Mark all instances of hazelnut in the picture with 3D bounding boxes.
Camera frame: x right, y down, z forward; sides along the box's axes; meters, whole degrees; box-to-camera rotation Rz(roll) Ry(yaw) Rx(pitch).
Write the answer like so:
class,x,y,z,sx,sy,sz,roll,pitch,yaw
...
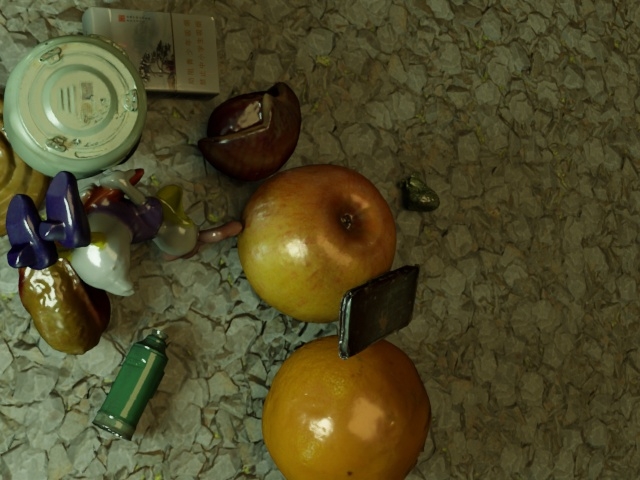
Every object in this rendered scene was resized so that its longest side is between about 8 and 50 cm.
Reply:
class,x,y,z,sx,sy,sz,roll,pitch,yaw
hazelnut,-0.123,-0.205,1.657,0.160,0.170,0.201,49,52,-41

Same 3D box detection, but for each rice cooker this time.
class,x,y,z,sx,sy,sz,roll,pitch,yaw
rice cooker,-0.389,-0.207,1.443,0.226,0.244,0.226,2,85,-21

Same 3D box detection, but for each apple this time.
class,x,y,z,sx,sy,sz,roll,pitch,yaw
apple,0.000,0.000,1.638,0.299,0.275,0.299,6,75,-25

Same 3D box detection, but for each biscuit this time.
class,x,y,z,sx,sy,sz,roll,pitch,yaw
biscuit,-0.568,-0.126,1.480,0.262,0.037,0.262,4,81,-28

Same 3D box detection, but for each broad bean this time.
class,x,y,z,sx,sy,sz,roll,pitch,yaw
broad bean,-0.419,0.075,1.488,0.122,0.156,0.228,-8,95,13

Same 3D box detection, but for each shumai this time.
class,x,y,z,sx,sy,sz,roll,pitch,yaw
shumai,0.207,-0.103,1.873,0.083,0.082,0.080,14,75,-48

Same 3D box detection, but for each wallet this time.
class,x,y,z,sx,sy,sz,roll,pitch,yaw
wallet,0.099,0.115,1.542,0.232,0.031,0.121,-17,116,-54

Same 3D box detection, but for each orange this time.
class,x,y,z,sx,sy,sz,roll,pitch,yaw
orange,0.045,0.311,1.602,0.312,0.312,0.312,4,82,-28

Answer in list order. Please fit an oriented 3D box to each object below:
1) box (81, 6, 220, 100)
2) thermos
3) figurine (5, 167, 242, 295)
class,x,y,z,sx,sy,sz,roll,pitch,yaw
box,-0.303,-0.333,1.631,0.233,0.067,0.149,-2,83,-29
thermos,-0.310,0.243,1.550,0.083,0.073,0.187,32,70,-20
figurine,-0.301,-0.015,1.443,0.421,0.154,0.193,-20,86,-61
